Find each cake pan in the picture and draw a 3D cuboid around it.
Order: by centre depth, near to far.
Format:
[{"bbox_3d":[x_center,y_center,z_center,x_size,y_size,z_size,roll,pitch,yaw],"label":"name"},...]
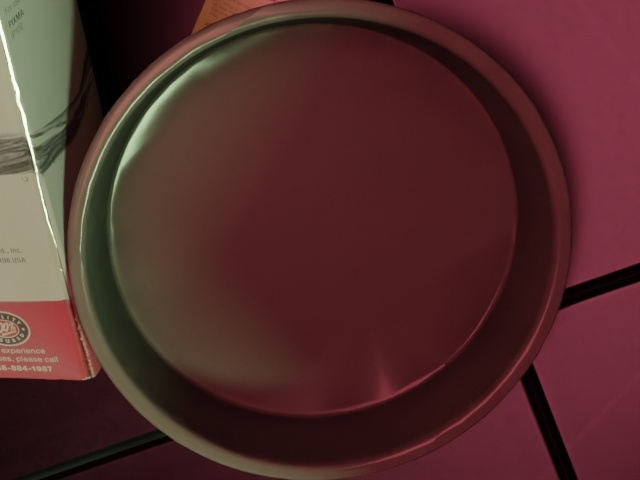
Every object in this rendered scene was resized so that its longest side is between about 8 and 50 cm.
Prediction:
[{"bbox_3d":[0.000,0.000,0.798,0.293,0.054,0.293,-2,108,-5],"label":"cake pan"}]

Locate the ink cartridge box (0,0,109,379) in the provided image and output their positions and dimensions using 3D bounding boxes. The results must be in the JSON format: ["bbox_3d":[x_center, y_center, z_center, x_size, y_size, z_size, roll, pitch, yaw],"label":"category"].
[{"bbox_3d":[-0.239,-0.061,0.800,0.207,0.117,0.283,1,124,12],"label":"ink cartridge box"}]

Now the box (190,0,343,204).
[{"bbox_3d":[-0.021,-0.144,0.820,0.087,0.058,0.232,26,104,8],"label":"box"}]
